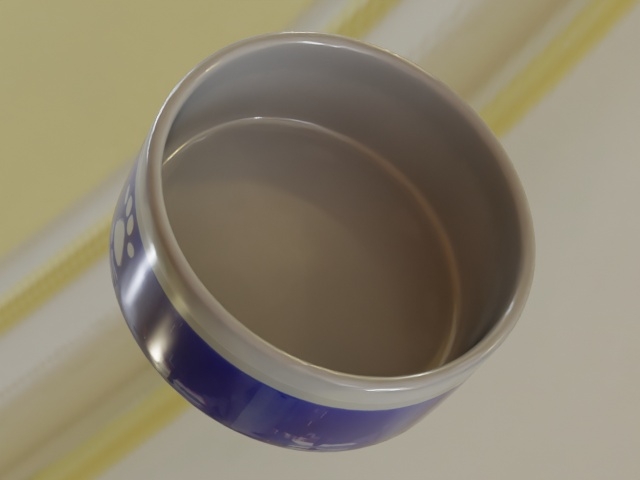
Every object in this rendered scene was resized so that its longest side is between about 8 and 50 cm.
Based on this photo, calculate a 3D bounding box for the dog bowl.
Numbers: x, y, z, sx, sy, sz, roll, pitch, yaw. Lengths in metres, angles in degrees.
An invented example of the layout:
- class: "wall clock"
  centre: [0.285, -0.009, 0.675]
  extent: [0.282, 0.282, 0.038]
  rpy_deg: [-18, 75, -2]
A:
- class: "dog bowl"
  centre: [0.000, 0.000, 1.283]
  extent: [0.265, 0.265, 0.104]
  rpy_deg: [64, -32, 20]
